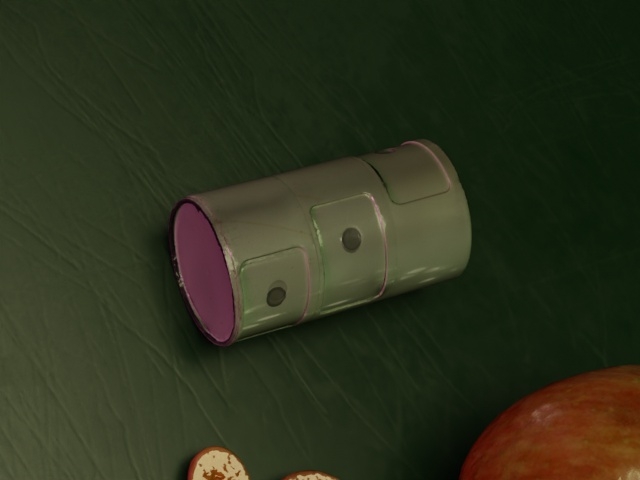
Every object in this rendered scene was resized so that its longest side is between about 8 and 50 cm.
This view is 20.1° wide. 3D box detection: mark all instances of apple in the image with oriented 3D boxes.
[{"bbox_3d":[0.246,0.242,1.460,0.309,0.250,0.277,52,43,-29],"label":"apple"}]

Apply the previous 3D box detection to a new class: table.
[{"bbox_3d":[0.000,0.000,1.488,0.220,0.126,0.126,-15,81,-25],"label":"table"}]

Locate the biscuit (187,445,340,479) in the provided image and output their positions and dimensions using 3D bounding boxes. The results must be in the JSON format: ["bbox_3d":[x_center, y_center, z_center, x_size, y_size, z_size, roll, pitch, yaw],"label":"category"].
[{"bbox_3d":[-0.083,0.250,1.438,0.250,0.036,0.165,-15,82,-20],"label":"biscuit"}]
